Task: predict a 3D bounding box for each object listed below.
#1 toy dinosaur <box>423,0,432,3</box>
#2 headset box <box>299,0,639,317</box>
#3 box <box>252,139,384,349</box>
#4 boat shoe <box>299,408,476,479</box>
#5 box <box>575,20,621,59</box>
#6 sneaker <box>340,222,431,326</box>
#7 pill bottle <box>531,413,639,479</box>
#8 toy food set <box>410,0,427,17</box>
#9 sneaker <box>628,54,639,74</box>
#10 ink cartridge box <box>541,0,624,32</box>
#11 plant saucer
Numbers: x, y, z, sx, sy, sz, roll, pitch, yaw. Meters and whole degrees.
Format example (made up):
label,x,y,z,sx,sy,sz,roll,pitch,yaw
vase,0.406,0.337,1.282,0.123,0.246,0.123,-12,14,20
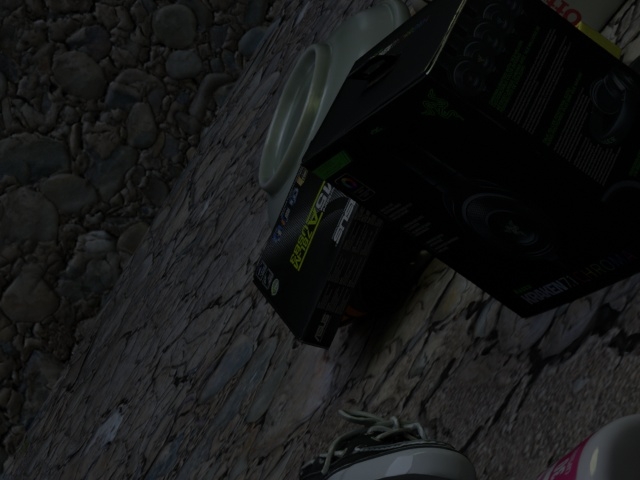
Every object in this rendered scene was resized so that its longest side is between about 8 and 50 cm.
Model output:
label,x,y,z,sx,sy,sz,roll,pitch,yaw
toy dinosaur,0.215,-0.345,2.235,0.313,0.121,0.160,10,68,44
headset box,0.153,-0.084,1.586,0.246,0.283,0.131,-30,28,60
box,0.000,0.000,2.038,0.191,0.045,0.184,-66,23,13
boat shoe,0.053,0.207,1.614,0.306,0.113,0.105,131,154,-63
box,0.237,-0.113,1.840,0.087,0.058,0.232,-41,19,49
sneaker,0.090,-0.047,2.116,0.180,0.124,0.321,-21,47,60
pill bottle,0.140,0.241,1.125,0.283,0.160,0.160,-45,17,38
toy food set,0.142,-0.256,2.432,0.220,0.092,0.306,-54,13,5
sneaker,0.297,-0.132,1.695,0.170,0.051,0.089,-53,9,-3
ink cartridge box,0.287,-0.398,1.986,0.307,0.223,0.129,-51,14,20
plant saucer,0.000,-0.154,2.476,0.400,0.100,0.400,-160,90,-77
